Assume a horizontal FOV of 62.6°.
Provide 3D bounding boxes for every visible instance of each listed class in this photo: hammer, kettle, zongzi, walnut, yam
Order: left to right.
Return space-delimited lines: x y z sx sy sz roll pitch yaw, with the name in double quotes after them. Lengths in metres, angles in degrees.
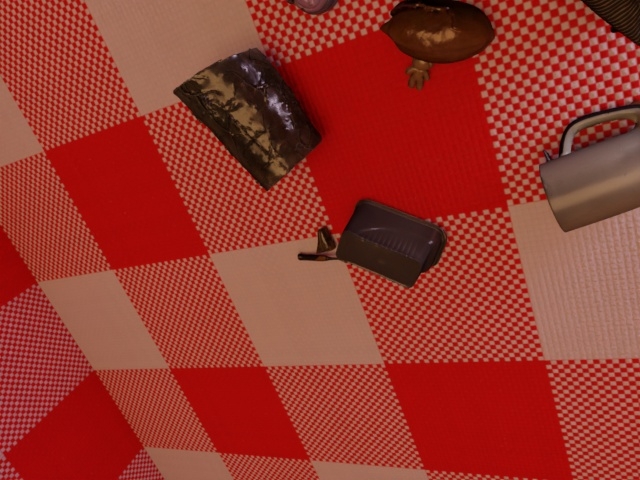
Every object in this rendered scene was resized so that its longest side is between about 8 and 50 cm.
-0.171 -0.314 1.354 0.241 0.241 0.348 -29 108 36 "yam"
0.000 0.000 1.590 0.083 0.040 0.076 -12 108 50 "zongzi"
0.017 0.055 1.605 0.200 0.021 0.078 1 161 34 "hammer"
0.248 -0.451 1.129 0.245 0.137 0.137 11 124 9 "walnut"
0.613 -0.161 1.128 0.255 0.165 0.241 -23 79 33 "kettle"

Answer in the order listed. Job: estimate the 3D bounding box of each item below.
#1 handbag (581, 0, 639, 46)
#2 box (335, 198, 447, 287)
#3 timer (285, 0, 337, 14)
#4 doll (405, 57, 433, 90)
0.549 -0.477 0.867 0.240 0.341 0.247 38 132 -23 "handbag"
0.186 0.015 1.416 0.274 0.178 0.138 22 126 13 "box"
-0.038 -0.633 1.196 0.208 0.069 0.191 31 130 4 "timer"
0.228 -0.392 1.226 0.061 0.051 0.093 19 127 6 "doll"
